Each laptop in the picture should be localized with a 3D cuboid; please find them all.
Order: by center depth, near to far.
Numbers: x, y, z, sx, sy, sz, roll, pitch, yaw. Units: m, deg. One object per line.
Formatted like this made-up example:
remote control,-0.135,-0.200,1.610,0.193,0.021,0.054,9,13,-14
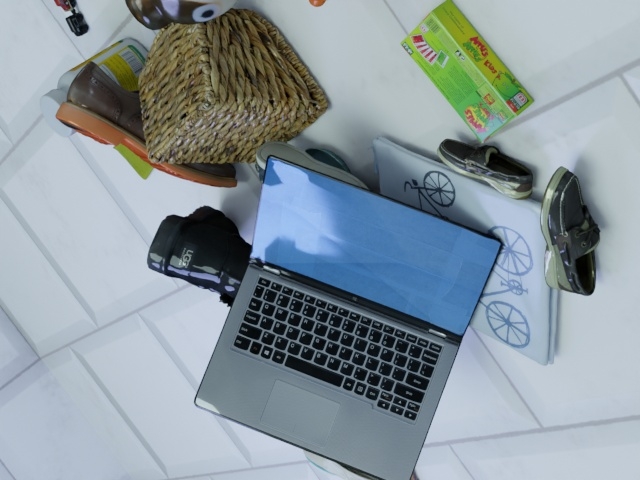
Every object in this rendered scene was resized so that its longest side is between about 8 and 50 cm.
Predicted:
laptop,0.030,0.138,1.825,0.382,0.408,0.236,21,174,7

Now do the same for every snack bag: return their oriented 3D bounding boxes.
snack bag,0.226,0.016,1.822,0.342,0.037,0.323,26,140,35

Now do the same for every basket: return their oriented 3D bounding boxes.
basket,-0.156,-0.268,1.954,0.299,0.223,0.213,-32,64,59

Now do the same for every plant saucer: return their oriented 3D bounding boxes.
plant saucer,0.017,-0.110,1.966,0.119,0.021,0.119,32,143,28

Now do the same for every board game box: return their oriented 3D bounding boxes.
board game box,0.200,-0.231,1.588,0.181,0.043,0.092,51,149,0

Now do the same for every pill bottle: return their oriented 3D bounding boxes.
pill bottle,-0.412,-0.280,2.152,0.117,0.208,0.117,32,144,27

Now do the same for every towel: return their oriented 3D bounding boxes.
towel,-0.357,-0.203,2.343,0.102,0.021,0.237,51,149,1

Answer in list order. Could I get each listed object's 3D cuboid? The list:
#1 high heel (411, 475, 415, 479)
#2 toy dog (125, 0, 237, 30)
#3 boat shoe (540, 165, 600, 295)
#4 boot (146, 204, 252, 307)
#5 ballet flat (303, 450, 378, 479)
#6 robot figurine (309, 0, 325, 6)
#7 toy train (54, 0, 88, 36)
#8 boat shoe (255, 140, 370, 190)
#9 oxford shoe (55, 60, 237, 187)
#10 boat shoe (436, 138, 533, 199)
high heel,0.168,0.484,2.342,0.244,0.082,0.117,67,156,-3
toy dog,-0.245,-0.500,1.652,0.395,0.284,0.408,2,127,51
boat shoe,0.352,-0.009,1.602,0.073,0.080,0.223,22,144,30
boot,-0.060,0.086,2.134,0.445,0.367,0.146,21,100,8
ballet flat,0.070,0.476,2.472,0.248,0.086,0.086,28,142,30
robot figurine,0.007,-0.414,1.566,0.158,0.128,0.219,47,149,11
toy train,-0.496,-0.466,2.230,0.027,0.036,0.158,5,127,49
boat shoe,-0.007,-0.073,1.918,0.254,0.095,0.079,29,143,22
oxford shoe,-0.288,-0.200,2.094,0.363,0.133,0.130,26,175,-33
boat shoe,0.239,-0.114,1.658,0.152,0.056,0.049,27,138,17
